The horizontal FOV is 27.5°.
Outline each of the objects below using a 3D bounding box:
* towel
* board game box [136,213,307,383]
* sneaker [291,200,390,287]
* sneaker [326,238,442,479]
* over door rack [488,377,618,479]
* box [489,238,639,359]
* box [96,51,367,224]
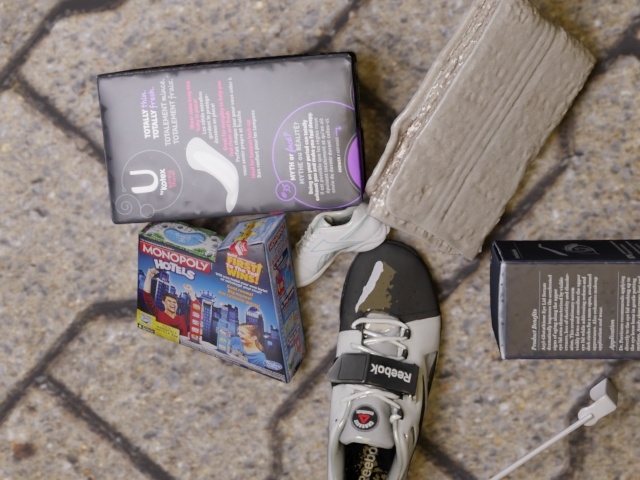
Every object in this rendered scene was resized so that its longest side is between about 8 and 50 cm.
[{"bbox_3d":[0.171,-0.120,1.404,0.187,0.049,0.282,26,99,-44],"label":"towel"},{"bbox_3d":[-0.104,0.043,1.442,0.194,0.060,0.194,19,131,12],"label":"board game box"},{"bbox_3d":[0.000,0.000,1.463,0.152,0.054,0.061,-31,134,15],"label":"sneaker"},{"bbox_3d":[0.069,0.167,1.453,0.122,0.146,0.331,5,97,5],"label":"sneaker"},{"bbox_3d":[0.277,0.348,1.481,0.324,0.108,0.239,-39,95,8],"label":"over door rack"},{"bbox_3d":[0.291,0.061,1.417,0.207,0.153,0.108,-1,99,5],"label":"box"},{"bbox_3d":[-0.090,-0.114,1.421,0.270,0.143,0.165,-4,99,4],"label":"box"}]
